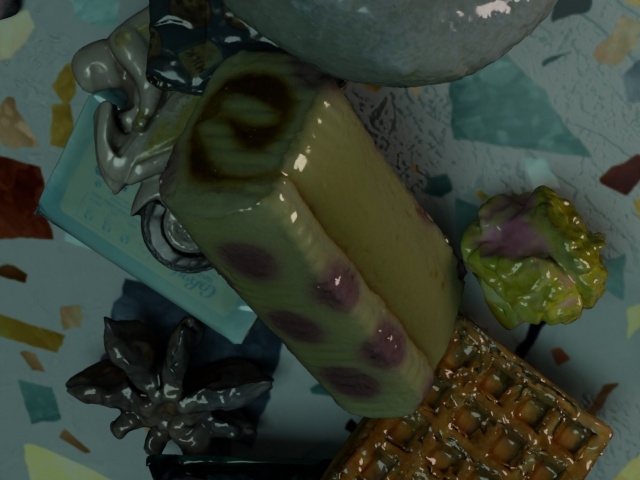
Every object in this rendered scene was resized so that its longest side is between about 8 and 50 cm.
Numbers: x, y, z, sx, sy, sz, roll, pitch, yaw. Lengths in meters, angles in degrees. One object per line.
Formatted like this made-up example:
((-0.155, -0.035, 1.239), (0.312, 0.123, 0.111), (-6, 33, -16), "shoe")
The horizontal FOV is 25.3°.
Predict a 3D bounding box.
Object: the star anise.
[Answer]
((-0.156, 0.171, 1.559), (0.229, 0.093, 0.236), (-16, 111, 20), "star anise")

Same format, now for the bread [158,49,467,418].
((0.000, 0.000, 1.299), (0.155, 0.187, 0.338), (5, 148, 35), "bread")

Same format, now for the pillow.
((-0.065, -0.257, 1.306), (0.188, 0.034, 0.256), (1, 83, -2), "pillow")

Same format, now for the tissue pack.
((-0.143, -0.036, 1.479), (0.263, 0.089, 0.177), (32, 118, 1), "tissue pack")

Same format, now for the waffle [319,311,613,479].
((0.119, 0.248, 1.409), (0.213, 0.091, 0.308), (37, 80, 5), "waffle")

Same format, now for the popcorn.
((0.205, 0.019, 1.364), (0.145, 0.126, 0.126), (23, 138, 25), "popcorn")

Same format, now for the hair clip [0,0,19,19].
((-0.335, -0.336, 1.434), (0.146, 0.075, 0.257), (28, 122, 0), "hair clip")

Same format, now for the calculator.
((-0.049, 0.329, 1.562), (0.274, 0.058, 0.248), (3, 131, 11), "calculator")

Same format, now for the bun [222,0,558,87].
((0.053, -0.289, 1.195), (0.362, 0.362, 0.211), (46, 151, -3), "bun")

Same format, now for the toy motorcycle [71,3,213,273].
((-0.119, -0.154, 1.365), (0.222, 0.108, 0.341), (29, 90, -5), "toy motorcycle")
